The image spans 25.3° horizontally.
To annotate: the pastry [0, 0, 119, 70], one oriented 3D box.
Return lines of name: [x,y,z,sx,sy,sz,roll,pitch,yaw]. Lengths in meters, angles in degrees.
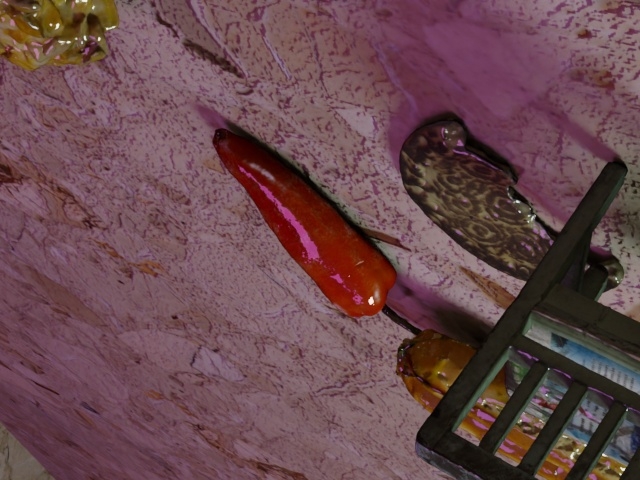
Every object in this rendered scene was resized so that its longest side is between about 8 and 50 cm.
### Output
pastry: [-0.262,-0.240,1.119,0.154,0.102,0.250,20,155,36]

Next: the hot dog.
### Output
hot dog: [0.189,0.163,1.309,0.269,0.072,0.115,30,168,-1]

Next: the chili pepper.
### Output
chili pepper: [0.000,0.000,1.289,0.272,0.063,0.071,46,143,-18]

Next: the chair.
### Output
chair: [0.181,0.099,0.930,0.136,0.270,0.147,26,147,21]

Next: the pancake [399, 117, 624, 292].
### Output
pancake: [0.139,-0.025,1.092,0.184,0.020,0.190,18,153,37]
